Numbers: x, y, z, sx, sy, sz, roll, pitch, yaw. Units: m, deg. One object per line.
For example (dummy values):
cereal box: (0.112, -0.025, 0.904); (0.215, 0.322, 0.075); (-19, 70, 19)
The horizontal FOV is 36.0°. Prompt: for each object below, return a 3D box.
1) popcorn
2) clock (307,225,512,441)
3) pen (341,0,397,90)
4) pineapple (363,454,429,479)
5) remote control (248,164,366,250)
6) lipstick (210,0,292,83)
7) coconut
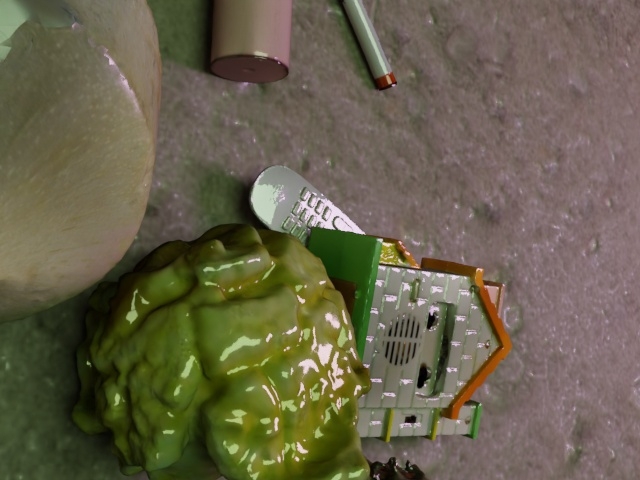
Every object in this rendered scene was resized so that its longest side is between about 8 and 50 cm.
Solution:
popcorn: (-0.100, 0.114, 0.910); (0.293, 0.293, 0.237); (-39, 112, -32)
clock: (0.097, 0.112, 1.114); (0.255, 0.106, 0.220); (9, 92, -41)
pen: (0.039, -0.285, 1.190); (0.026, 0.026, 0.218); (-30, 100, -34)
pineapple: (0.062, 0.304, 1.019); (0.166, 0.193, 0.166); (-4, 96, -43)
remote control: (0.000, 0.000, 1.113); (0.229, 0.044, 0.073); (41, 66, -32)
lipstick: (-0.070, -0.343, 1.085); (0.087, 0.087, 0.327); (9, 78, -33)
coconut: (-0.281, -0.094, 0.776); (0.352, 0.352, 0.353); (6, 80, -34)
